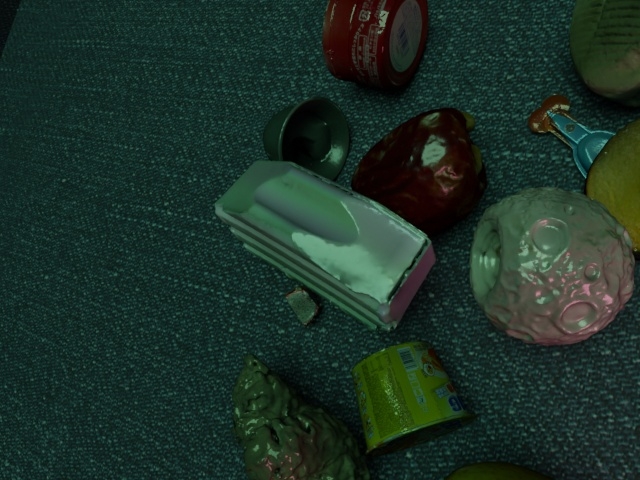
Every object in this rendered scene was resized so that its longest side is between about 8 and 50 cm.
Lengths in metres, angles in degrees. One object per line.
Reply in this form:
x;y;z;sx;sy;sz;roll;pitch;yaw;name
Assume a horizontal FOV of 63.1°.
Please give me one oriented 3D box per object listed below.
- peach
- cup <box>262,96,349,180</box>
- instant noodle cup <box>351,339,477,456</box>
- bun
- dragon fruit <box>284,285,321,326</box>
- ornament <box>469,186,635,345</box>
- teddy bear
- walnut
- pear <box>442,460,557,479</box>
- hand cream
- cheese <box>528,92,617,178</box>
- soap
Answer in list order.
0.546;-0.102;0.854;0.189;0.068;0.280;32;129;30;peach
-0.055;-0.222;1.165;0.150;0.199;0.199;21;87;46;cup
0.150;0.278;0.929;0.204;0.205;0.153;-29;61;16;instant noodle cup
0.572;-0.355;0.871;0.204;0.281;0.282;12;81;-15;bun
-0.034;0.135;1.121;0.056;0.060;0.083;-37;92;5;dragon fruit
0.374;0.042;0.845;0.224;0.259;0.260;5;78;-4;ornament
-0.075;0.385;0.970;0.367;0.224;0.358;19;130;51;teddy bear
0.179;-0.130;0.999;0.268;0.221;0.244;-25;56;29;walnut
0.291;0.515;0.714;0.362;0.362;0.419;-31;96;15;pear
0.120;-0.436;1.095;0.149;0.230;0.230;23;88;28;hand cream
0.497;-0.176;0.962;0.106;0.037;0.256;-43;63;9;cheese
0.000;0.000;0.995;0.446;0.261;0.156;30;73;34;soap
